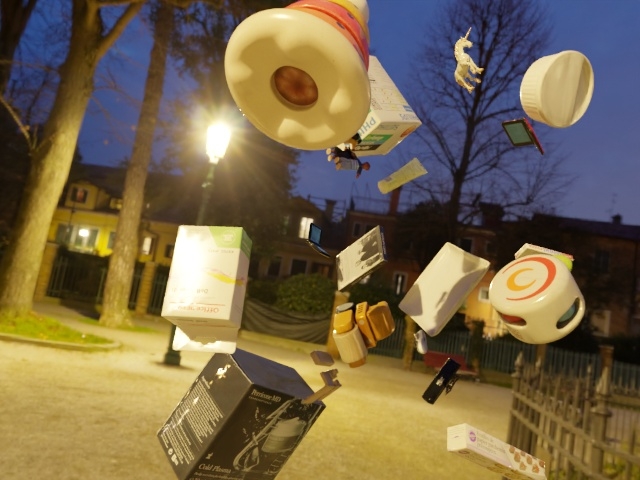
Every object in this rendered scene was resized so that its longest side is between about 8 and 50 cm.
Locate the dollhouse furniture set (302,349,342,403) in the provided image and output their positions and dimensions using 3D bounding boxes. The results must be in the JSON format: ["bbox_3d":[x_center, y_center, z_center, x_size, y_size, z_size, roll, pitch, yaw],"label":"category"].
[{"bbox_3d":[-0.013,0.514,1.975,0.123,0.151,0.144,-39,-31,16],"label":"dollhouse furniture set"}]

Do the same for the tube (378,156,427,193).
[{"bbox_3d":[0.372,-0.290,2.386,0.240,0.070,0.062,-32,29,-19],"label":"tube"}]

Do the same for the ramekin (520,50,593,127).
[{"bbox_3d":[0.862,-0.556,1.937,0.272,0.273,0.127,14,10,-29],"label":"ramekin"}]

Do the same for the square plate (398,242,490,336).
[{"bbox_3d":[0.483,0.189,2.066,0.049,0.344,0.347,36,2,-17],"label":"square plate"}]

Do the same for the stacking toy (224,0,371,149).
[{"bbox_3d":[0.009,-0.493,1.302,0.350,0.480,0.351,15,-37,12],"label":"stacking toy"}]

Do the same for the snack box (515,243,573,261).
[{"bbox_3d":[0.740,0.056,1.736,0.178,0.022,0.064,14,-42,-11],"label":"snack box"}]

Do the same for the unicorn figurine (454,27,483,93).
[{"bbox_3d":[0.424,-0.511,1.528,0.060,0.111,0.162,-25,-28,-26],"label":"unicorn figurine"}]

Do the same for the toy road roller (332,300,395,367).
[{"bbox_3d":[0.198,0.388,2.321,0.240,0.203,0.329,-19,12,13],"label":"toy road roller"}]

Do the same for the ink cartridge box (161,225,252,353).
[{"bbox_3d":[-0.332,0.141,1.540,0.206,0.354,0.119,1,-22,8],"label":"ink cartridge box"}]

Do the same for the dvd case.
[{"bbox_3d":[0.153,0.071,2.005,0.029,0.179,0.238,31,-52,-29],"label":"dvd case"}]

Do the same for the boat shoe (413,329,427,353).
[{"bbox_3d":[0.354,0.368,1.877,0.040,0.049,0.142,-28,8,18],"label":"boat shoe"}]

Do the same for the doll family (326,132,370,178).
[{"bbox_3d":[0.082,-0.268,1.536,0.111,0.193,0.076,4,-12,-35],"label":"doll family"}]

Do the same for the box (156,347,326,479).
[{"bbox_3d":[-0.319,0.742,2.178,0.479,0.472,0.297,33,2,-44],"label":"box"}]

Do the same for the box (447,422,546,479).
[{"bbox_3d":[0.464,0.565,1.371,0.323,0.063,0.067,32,-43,-24],"label":"box"}]

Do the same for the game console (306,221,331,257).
[{"bbox_3d":[0.000,0.000,1.973,0.107,0.071,0.122,40,4,24],"label":"game console"}]

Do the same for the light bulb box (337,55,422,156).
[{"bbox_3d":[0.154,-0.536,2.079,0.225,0.361,0.357,-39,-14,35],"label":"light bulb box"}]

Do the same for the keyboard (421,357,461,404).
[{"bbox_3d":[0.473,0.548,2.001,0.038,0.192,0.100,38,-3,-24],"label":"keyboard"}]

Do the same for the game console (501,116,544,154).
[{"bbox_3d":[0.749,-0.377,1.945,0.085,0.124,0.144,-29,-48,23],"label":"game console"}]

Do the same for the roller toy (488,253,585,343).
[{"bbox_3d":[0.516,0.144,1.257,0.209,0.191,0.146,-25,-64,28],"label":"roller toy"}]
